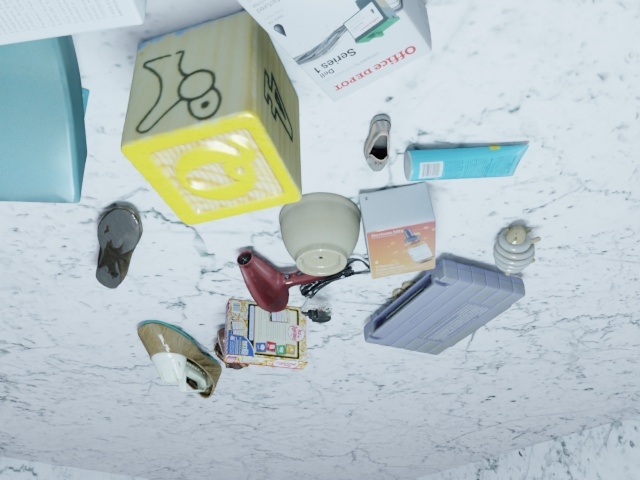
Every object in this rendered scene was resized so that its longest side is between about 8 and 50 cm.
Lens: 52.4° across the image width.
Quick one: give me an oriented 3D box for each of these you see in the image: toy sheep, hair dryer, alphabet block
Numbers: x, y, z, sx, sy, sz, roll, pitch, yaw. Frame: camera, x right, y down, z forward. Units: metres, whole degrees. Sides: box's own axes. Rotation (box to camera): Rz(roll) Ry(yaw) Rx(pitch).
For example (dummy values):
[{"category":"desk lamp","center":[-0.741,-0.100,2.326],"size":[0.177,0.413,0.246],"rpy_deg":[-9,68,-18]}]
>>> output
[{"category":"toy sheep","center":[0.394,0.023,1.324],"size":[0.091,0.091,0.132],"rpy_deg":[-3,128,2]},{"category":"hair dryer","center":[-0.055,0.077,1.418],"size":[0.293,0.080,0.224],"rpy_deg":[13,128,-31]},{"category":"alphabet block","center":[-0.141,-0.166,0.910],"size":[0.192,0.197,0.193],"rpy_deg":[-12,145,16]}]

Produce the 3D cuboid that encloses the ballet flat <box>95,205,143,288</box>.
[{"category":"ballet flat","center":[-0.400,0.008,1.297],"size":[0.084,0.058,0.250],"rpy_deg":[27,136,-3]}]

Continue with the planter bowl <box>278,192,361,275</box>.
[{"category":"planter bowl","center":[0.000,0.000,1.246],"size":[0.161,0.109,0.162],"rpy_deg":[-1,147,-1]}]

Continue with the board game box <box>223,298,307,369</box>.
[{"category":"board game box","center":[-0.128,0.221,1.540],"size":[0.193,0.147,0.045],"rpy_deg":[9,145,-16]}]

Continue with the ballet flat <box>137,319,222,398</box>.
[{"category":"ballet flat","center":[-0.366,0.332,1.714],"size":[0.116,0.124,0.342],"rpy_deg":[-12,145,14]}]

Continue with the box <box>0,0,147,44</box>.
[{"category":"box","center":[-0.356,-0.324,0.647],"size":[0.344,0.215,0.168],"rpy_deg":[-7,146,6]}]

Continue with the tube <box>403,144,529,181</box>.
[{"category":"tube","center":[0.249,-0.132,1.119],"size":[0.206,0.052,0.080],"rpy_deg":[-3,152,-8]}]

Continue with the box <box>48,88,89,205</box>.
[{"category":"box","center":[-0.447,-0.154,1.035],"size":[0.100,0.060,0.244],"rpy_deg":[15,143,-25]}]

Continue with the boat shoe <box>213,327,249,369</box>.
[{"category":"boat shoe","center":[-0.244,0.290,1.703],"size":[0.073,0.073,0.207],"rpy_deg":[-7,146,4]}]

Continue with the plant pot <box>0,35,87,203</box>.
[{"category":"plant pot","center":[-0.391,-0.190,0.829],"size":[0.165,0.166,0.235],"rpy_deg":[1,122,-16]}]

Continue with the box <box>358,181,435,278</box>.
[{"category":"box","center":[0.147,-0.015,1.238],"size":[0.129,0.091,0.171],"rpy_deg":[-10,146,4]}]

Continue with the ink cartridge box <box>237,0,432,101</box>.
[{"category":"ink cartridge box","center":[0.020,-0.297,0.814],"size":[0.160,0.093,0.219],"rpy_deg":[-22,141,29]}]

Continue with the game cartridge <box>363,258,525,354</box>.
[{"category":"game cartridge","center":[0.284,0.166,1.536],"size":[0.230,0.068,0.355],"rpy_deg":[10,145,-25]}]

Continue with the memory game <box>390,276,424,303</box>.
[{"category":"memory game","center":[0.258,0.135,1.550],"size":[0.186,0.012,0.186],"rpy_deg":[-1,146,-1]}]

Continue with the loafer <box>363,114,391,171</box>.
[{"category":"loafer","center":[0.096,-0.152,1.083],"size":[0.045,0.039,0.125],"rpy_deg":[-2,146,-2]}]
